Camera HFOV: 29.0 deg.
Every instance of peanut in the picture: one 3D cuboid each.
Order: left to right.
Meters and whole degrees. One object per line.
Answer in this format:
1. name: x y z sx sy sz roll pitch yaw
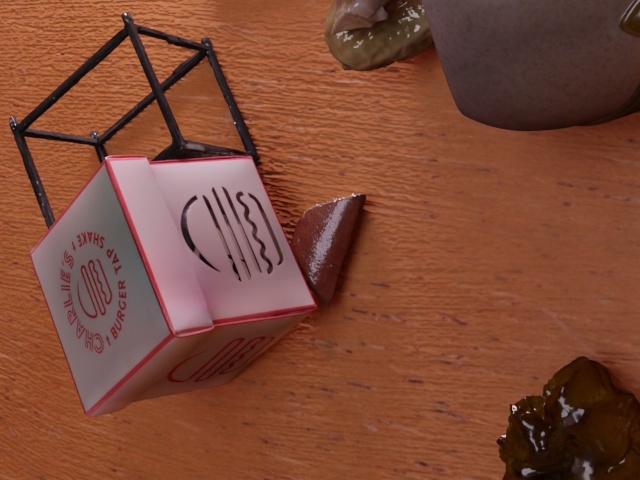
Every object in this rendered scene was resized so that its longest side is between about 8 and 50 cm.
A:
1. peanut: 0.144 -0.365 1.894 0.291 0.159 0.143 -27 109 18

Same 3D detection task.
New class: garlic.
1. garlic: 0.074 -0.450 1.837 0.148 0.128 0.266 -8 52 15

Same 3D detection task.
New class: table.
1. table: -0.331 -0.175 2.177 0.335 0.222 0.272 -34 68 29

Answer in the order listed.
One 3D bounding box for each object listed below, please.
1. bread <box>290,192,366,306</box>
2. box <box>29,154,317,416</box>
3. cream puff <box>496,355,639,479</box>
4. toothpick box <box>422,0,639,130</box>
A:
1. bread: 0.000 0.000 2.023 0.119 0.067 0.192 22 100 34
2. box: -0.244 0.066 2.017 0.312 0.300 0.314 -42 64 43
3. cream puff: 0.355 0.294 1.708 0.241 0.155 0.269 2 95 41
4. toothpick box: 0.345 -0.353 1.582 0.425 0.409 0.409 -16 77 11
